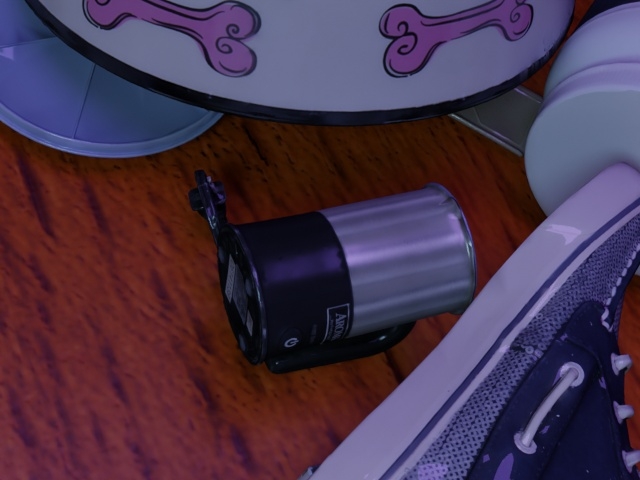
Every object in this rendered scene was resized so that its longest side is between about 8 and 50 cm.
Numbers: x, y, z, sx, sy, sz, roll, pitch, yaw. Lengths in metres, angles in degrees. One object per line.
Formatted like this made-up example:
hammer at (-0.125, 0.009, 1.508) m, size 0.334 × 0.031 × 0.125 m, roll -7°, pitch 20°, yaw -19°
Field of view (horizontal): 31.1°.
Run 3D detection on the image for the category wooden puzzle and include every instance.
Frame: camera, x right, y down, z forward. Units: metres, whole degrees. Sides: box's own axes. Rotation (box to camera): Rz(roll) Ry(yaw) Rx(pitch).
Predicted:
wooden puzzle at (0.136, -0.100, 0.878) m, size 0.116 × 0.014 × 0.078 m, roll 36°, pitch 52°, yaw 6°

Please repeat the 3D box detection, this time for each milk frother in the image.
milk frother at (0.000, 0.000, 0.705) m, size 0.135 × 0.129 × 0.143 m, roll -12°, pitch 70°, yaw -19°

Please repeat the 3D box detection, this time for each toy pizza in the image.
toy pizza at (-0.152, -0.137, 0.801) m, size 0.201 × 0.032 × 0.201 m, roll 7°, pitch 59°, yaw -12°

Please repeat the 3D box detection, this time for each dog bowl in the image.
dog bowl at (-0.009, -0.260, 0.783) m, size 0.408 × 0.150 × 0.408 m, roll 5°, pitch 44°, yaw -4°

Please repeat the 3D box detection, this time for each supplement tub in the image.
supplement tub at (0.277, -0.123, 0.827) m, size 0.191 × 0.191 × 0.272 m, roll 34°, pitch 56°, yaw 5°

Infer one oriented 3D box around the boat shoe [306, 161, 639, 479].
boat shoe at (0.131, 0.105, 0.639) m, size 0.158 × 0.127 × 0.340 m, roll 40°, pitch 61°, yaw 13°

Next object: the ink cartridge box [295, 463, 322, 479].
ink cartridge box at (0.112, 0.208, 0.664) m, size 0.206 × 0.045 × 0.208 m, roll -10°, pitch 65°, yaw -23°
